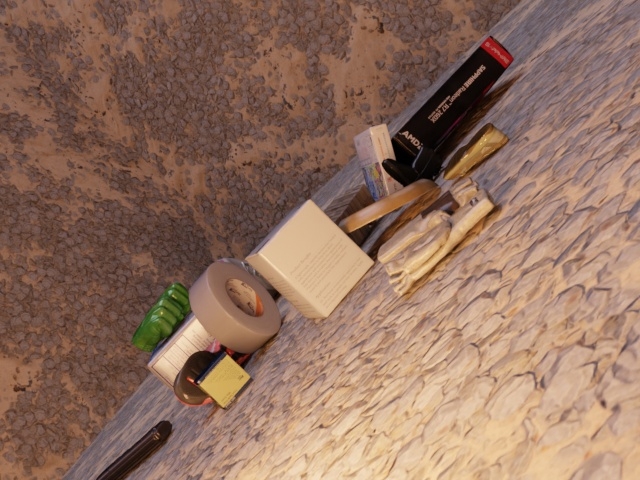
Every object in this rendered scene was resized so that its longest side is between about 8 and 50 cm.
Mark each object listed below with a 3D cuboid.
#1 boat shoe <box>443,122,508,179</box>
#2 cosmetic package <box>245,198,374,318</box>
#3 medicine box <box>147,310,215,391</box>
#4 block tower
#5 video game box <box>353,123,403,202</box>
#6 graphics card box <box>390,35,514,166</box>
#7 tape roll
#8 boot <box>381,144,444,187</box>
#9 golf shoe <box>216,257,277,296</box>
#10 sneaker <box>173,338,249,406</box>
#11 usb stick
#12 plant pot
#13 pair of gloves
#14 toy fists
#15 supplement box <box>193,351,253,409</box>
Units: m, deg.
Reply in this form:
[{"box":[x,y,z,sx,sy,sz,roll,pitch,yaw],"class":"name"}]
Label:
[{"box":[0.288,-0.157,1.438,0.153,0.048,0.056,-49,15,41],"class":"boat shoe"},{"box":[-0.025,0.041,1.525,0.151,0.183,0.151,-47,7,-16],"class":"cosmetic package"},{"box":[-0.332,0.279,2.161,0.289,0.149,0.263,-46,6,-7],"class":"medicine box"},{"box":[0.022,0.009,1.748,0.091,0.097,0.335,-18,24,44],"class":"block tower"},{"box":[0.140,-0.173,1.827,0.048,0.187,0.205,-14,3,-8],"class":"video game box"},{"box":[0.302,-0.313,1.897,0.371,0.094,0.233,-46,-3,-15],"class":"graphics card box"},{"box":[-0.196,0.153,1.765,0.072,0.219,0.219,-45,6,22],"class":"tape roll"},{"box":[0.204,-0.166,1.670,0.099,0.121,0.045,-54,10,-12],"class":"boot"},{"box":[-0.194,0.096,2.184,0.140,0.115,0.306,-31,-22,9],"class":"golf shoe"},{"box":[-0.250,0.312,1.742,0.136,0.116,0.314,-54,-4,23],"class":"sneaker"},{"box":[-0.462,0.533,1.886,0.278,0.045,0.077,-43,0,26],"class":"usb stick"},{"box":[0.131,-0.071,1.571,0.236,0.032,0.236,-27,1,1],"class":"plant pot"},{"box":[0.180,-0.013,1.198,0.204,0.042,0.240,-41,9,9],"class":"pair of gloves"},{"box":[-0.442,0.214,2.198,0.142,0.096,0.279,-55,5,15],"class":"toy fists"},{"box":[-0.198,0.285,1.555,0.083,0.083,0.056,-48,7,-19],"class":"supplement box"}]
